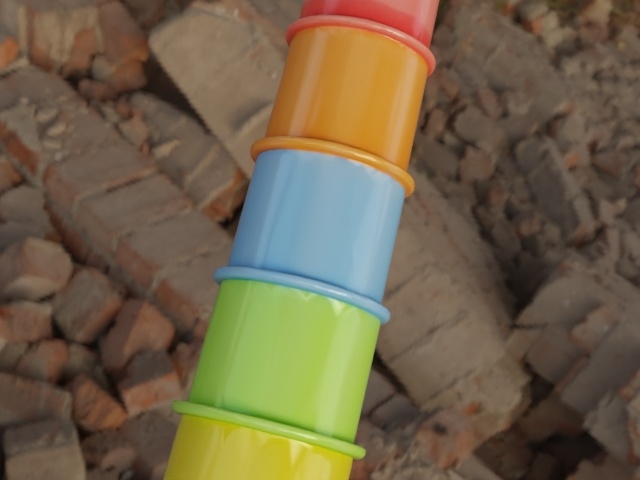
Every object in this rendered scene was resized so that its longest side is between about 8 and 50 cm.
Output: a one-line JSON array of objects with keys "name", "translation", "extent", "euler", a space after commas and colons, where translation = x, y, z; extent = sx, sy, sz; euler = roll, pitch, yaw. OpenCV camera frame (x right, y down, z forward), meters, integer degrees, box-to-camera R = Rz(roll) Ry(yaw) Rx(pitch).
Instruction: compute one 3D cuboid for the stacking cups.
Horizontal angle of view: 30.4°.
[{"name": "stacking cups", "translation": [0.000, 0.000, 0.554], "extent": [0.096, 0.096, 0.316], "euler": [17, 75, -9]}]
